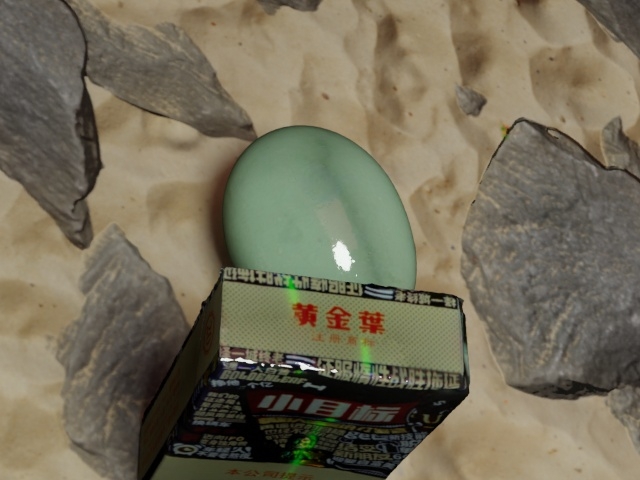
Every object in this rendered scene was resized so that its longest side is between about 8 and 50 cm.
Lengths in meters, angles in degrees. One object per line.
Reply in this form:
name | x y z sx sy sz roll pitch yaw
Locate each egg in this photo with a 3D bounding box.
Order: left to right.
egg | 0.000 0.000 1.512 0.168 0.168 0.231 -15 68 -26

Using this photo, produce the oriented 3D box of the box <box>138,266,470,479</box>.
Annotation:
box | -0.023 0.135 1.335 0.198 0.310 0.084 8 60 -14
